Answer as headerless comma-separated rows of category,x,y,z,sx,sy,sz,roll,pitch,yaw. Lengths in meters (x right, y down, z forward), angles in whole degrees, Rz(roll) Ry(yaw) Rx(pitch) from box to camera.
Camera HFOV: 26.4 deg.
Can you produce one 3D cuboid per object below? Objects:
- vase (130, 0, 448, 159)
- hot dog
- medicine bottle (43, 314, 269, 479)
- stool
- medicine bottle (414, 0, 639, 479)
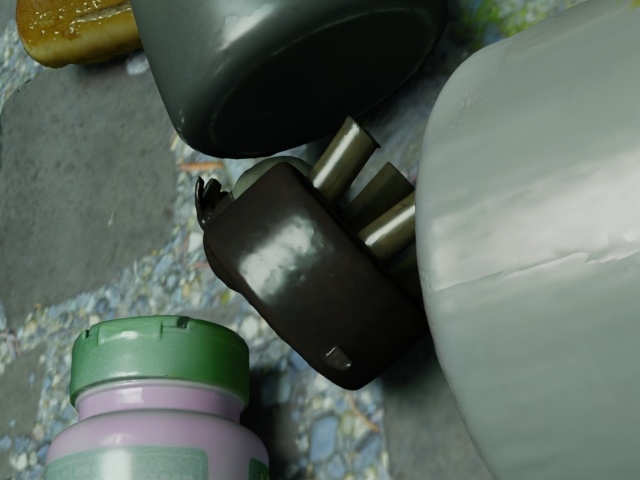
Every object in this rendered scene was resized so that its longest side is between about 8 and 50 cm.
vase,-0.070,-0.223,0.822,0.173,0.173,0.321,-37,71,27
hot dog,-0.110,-0.182,0.985,0.285,0.061,0.088,-3,86,38
medicine bottle,-0.094,0.185,0.773,0.133,0.133,0.274,-19,62,37
stool,0.000,0.000,0.777,0.121,0.125,0.217,-46,29,1
medicine bottle,0.191,-0.004,0.506,0.232,0.238,0.238,-19,61,39
